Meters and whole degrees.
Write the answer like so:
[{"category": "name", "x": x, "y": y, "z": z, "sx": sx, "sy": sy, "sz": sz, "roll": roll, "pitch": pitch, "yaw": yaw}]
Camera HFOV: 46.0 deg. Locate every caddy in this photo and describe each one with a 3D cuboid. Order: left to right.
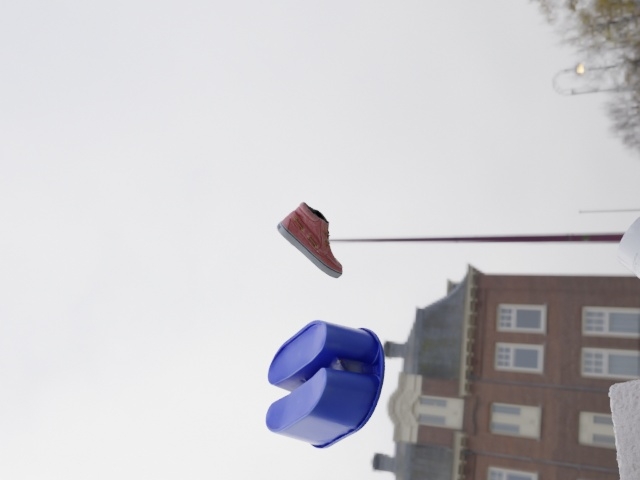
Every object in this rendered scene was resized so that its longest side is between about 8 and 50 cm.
[{"category": "caddy", "x": 0.017, "y": 0.327, "z": 1.702, "sx": 0.179, "sy": 0.341, "sz": 0.241, "roll": 18, "pitch": -128, "yaw": -25}]

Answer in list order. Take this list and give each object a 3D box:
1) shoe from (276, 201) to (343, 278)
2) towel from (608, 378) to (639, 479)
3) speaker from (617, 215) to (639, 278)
[{"category": "shoe", "x": 0.000, "y": 0.000, "z": 1.536, "sx": 0.178, "sy": 0.081, "sz": 0.063, "roll": 41, "pitch": -167, "yaw": -21}, {"category": "towel", "x": 0.566, "y": 0.355, "z": 1.209, "sx": 0.049, "sy": 0.187, "sz": 0.282, "roll": 18, "pitch": -119, "yaw": -38}, {"category": "speaker", "x": 0.267, "y": 0.033, "z": 0.503, "sx": 0.055, "sy": 0.136, "sz": 0.055, "roll": -18, "pitch": -47, "yaw": -21}]
